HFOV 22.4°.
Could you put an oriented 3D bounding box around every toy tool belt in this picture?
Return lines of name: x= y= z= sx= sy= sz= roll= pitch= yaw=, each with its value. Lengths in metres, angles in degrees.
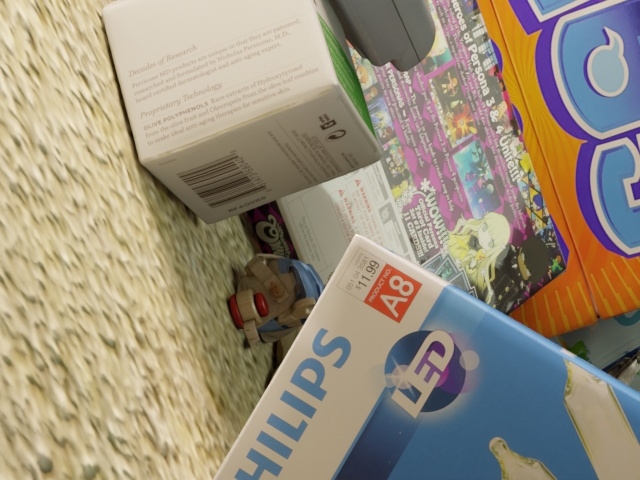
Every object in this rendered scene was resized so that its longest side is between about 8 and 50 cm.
toy tool belt: x=-0.016 y=0.028 z=0.866 sx=0.083 sy=0.051 sz=0.052 roll=-3 pitch=75 yaw=-81

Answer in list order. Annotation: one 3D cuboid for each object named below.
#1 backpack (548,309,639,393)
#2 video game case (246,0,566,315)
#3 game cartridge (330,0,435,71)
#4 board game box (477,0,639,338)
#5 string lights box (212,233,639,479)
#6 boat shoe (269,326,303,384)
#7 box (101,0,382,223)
backpack: x=0.273 y=0.081 z=1.356 sx=0.273 sy=0.355 sz=0.290 roll=49 pitch=-4 yaw=1
video game case: x=0.048 y=-0.035 z=1.015 sx=0.210 sy=0.042 sz=0.232 roll=-34 pitch=111 yaw=-35
game cartridge: x=-0.051 y=-0.234 z=0.873 sx=0.297 sy=0.062 sz=0.198 roll=52 pitch=-3 yaw=20
board game box: x=0.142 y=-0.156 z=1.251 sx=0.356 sy=0.356 sz=0.356 roll=-83 pitch=153 yaw=-71
string lights box: x=0.097 y=0.120 z=0.652 sx=0.259 sy=0.133 sz=0.077 roll=30 pitch=2 yaw=10
boat shoe: x=0.009 y=0.085 z=0.878 sx=0.170 sy=0.059 sz=0.063 roll=-93 pitch=162 yaw=-62
box: x=-0.036 y=-0.075 z=0.786 sx=0.101 sy=0.102 sz=0.087 roll=48 pitch=23 yaw=-68
